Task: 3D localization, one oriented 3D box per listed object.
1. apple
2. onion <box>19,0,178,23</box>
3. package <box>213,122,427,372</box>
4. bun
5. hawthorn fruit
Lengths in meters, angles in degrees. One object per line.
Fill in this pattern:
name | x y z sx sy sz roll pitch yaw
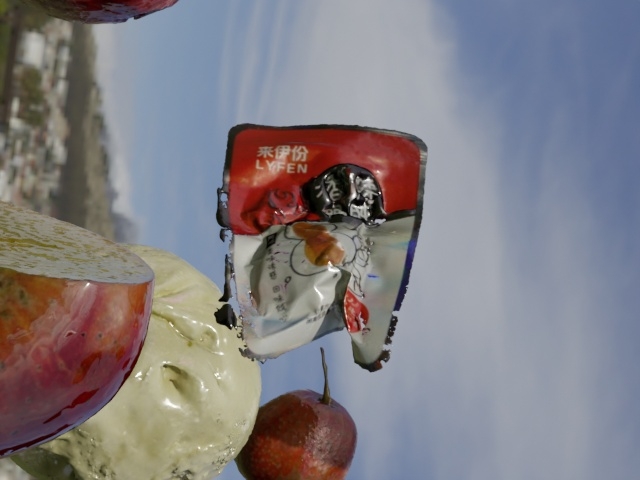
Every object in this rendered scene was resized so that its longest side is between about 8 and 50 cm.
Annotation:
apple | -0.330 0.030 1.048 0.295 0.329 0.365 -44 -147 -16
onion | -0.265 -0.361 1.565 0.120 0.283 0.227 -60 165 -68
package | 0.000 0.000 1.177 0.071 0.194 0.269 109 -13 -45
bun | -0.247 0.147 1.586 0.234 0.362 0.326 100 13 -58
hawthorn fruit | -0.017 0.260 1.760 0.203 0.162 0.162 -50 -161 1
